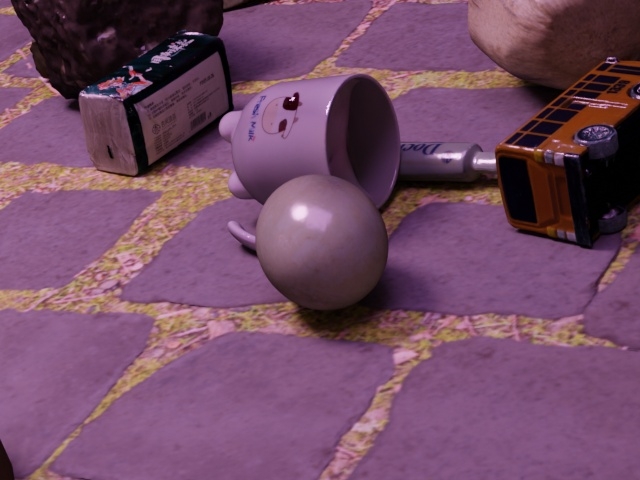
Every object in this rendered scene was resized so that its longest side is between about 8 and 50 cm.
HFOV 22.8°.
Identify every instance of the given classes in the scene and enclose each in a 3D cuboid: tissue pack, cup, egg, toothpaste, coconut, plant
[{"bbox_3d":[-0.182,-0.154,1.775,0.090,0.103,0.170,17,40,34],"label":"tissue pack"},{"bbox_3d":[-0.016,-0.070,1.542,0.142,0.173,0.134,-1,-2,33],"label":"cup"},{"bbox_3d":[0.000,0.000,1.385,0.114,0.114,0.152,-17,23,-7],"label":"egg"},{"bbox_3d":[0.076,-0.078,1.589,0.255,0.037,0.067,3,39,35],"label":"toothpaste"},{"bbox_3d":[0.253,-0.259,1.677,0.224,0.224,0.224,-10,27,5],"label":"coconut"},{"bbox_3d":[-0.263,-0.291,1.953,0.215,0.213,0.312,-26,20,-20],"label":"plant"}]

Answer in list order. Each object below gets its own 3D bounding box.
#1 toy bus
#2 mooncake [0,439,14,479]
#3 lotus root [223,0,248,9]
[{"bbox_3d":[0.256,-0.087,1.457,0.114,0.098,0.201,13,39,40],"label":"toy bus"},{"bbox_3d":[-0.456,0.155,1.121,0.467,0.262,0.467,-11,34,8],"label":"mooncake"},{"bbox_3d":[-0.136,-0.389,2.164,0.235,0.138,0.119,-12,32,1],"label":"lotus root"}]
